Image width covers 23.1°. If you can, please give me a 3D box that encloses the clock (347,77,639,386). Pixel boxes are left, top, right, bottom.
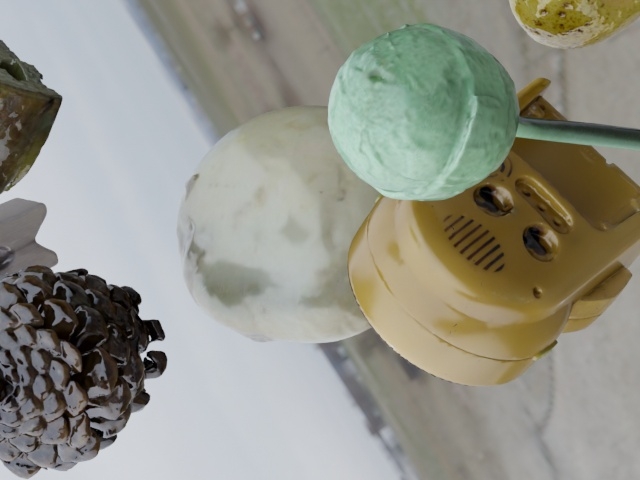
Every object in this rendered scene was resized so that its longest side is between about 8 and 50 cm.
[{"bbox_3d":[0.177,0.003,1.603,0.244,0.317,0.200,43,134,15],"label":"clock"}]

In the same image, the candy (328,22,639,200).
[{"bbox_3d":[0.175,-0.079,1.146,0.440,0.119,0.119,2,-136,-47],"label":"candy"}]

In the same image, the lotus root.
[{"bbox_3d":[-0.334,-0.135,1.404,0.138,0.119,0.235,17,-165,-35],"label":"lotus root"}]

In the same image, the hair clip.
[{"bbox_3d":[-0.459,0.043,1.843,0.085,0.331,0.101,8,117,41],"label":"hair clip"}]

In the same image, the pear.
[{"bbox_3d":[0.284,-0.295,1.695,0.178,0.178,0.178,57,178,3],"label":"pear"}]

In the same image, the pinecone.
[{"bbox_3d":[-0.294,0.134,1.699,0.224,0.224,0.272,57,-157,0],"label":"pinecone"}]

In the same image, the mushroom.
[{"bbox_3d":[0.000,0.000,1.901,0.314,0.314,0.336,56,-176,23],"label":"mushroom"}]
